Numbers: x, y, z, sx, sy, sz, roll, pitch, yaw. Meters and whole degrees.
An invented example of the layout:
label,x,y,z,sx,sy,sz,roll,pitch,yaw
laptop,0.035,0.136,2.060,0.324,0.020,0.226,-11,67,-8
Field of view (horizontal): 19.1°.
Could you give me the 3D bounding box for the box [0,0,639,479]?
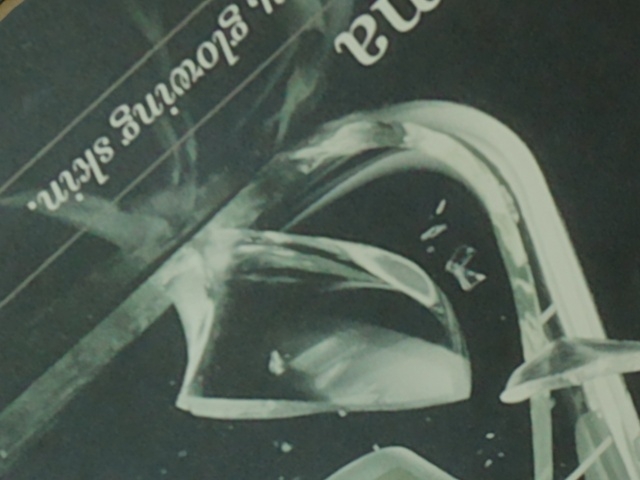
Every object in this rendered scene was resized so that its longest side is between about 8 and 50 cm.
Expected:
label,x,y,z,sx,sy,sz,roll,pitch,yaw
box,0.000,0.000,0.769,0.480,0.297,0.472,-43,126,2
